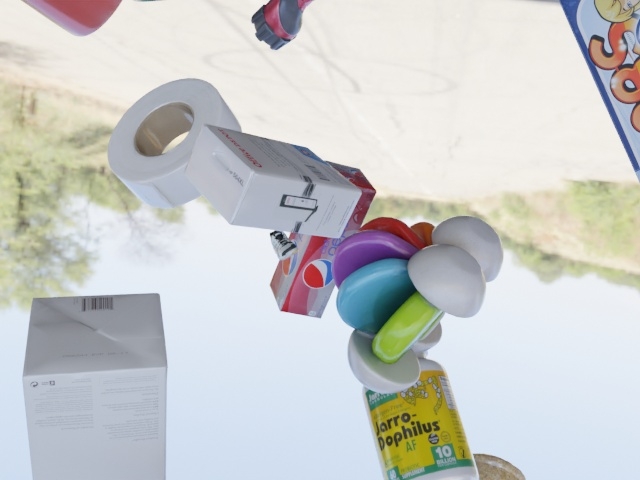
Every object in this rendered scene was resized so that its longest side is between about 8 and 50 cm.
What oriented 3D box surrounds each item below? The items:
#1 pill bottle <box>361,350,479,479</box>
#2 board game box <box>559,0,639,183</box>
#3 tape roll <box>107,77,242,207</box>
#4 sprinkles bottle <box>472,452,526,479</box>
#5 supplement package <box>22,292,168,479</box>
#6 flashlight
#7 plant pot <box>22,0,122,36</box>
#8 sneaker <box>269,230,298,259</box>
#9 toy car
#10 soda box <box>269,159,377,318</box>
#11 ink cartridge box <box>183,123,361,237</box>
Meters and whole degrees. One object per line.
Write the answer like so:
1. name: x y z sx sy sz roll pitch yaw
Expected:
1. pill bottle: 0.119 0.224 1.089 0.117 0.209 0.118 -11 153 -6
2. board game box: 0.250 -0.102 0.530 0.136 0.201 0.035 -23 -155 24
3. tape roll: -0.313 -0.210 1.817 0.286 0.286 0.100 9 152 31
4. sprinkles bottle: 0.218 0.500 1.269 0.121 0.355 0.121 16 140 14
5. supplement package: -0.343 0.245 1.308 0.199 0.263 0.198 -1 -150 -14
6. flashlight: -0.017 -0.514 1.770 0.103 0.103 0.304 1 160 -46
7. plant pot: -0.461 -0.512 1.409 0.243 0.275 0.274 20 174 -40
8. sneaker: -0.059 0.005 1.253 0.031 0.037 0.083 -29 -164 -14
9. toy car: 0.076 0.040 0.802 0.136 0.159 0.182 39 -148 5
10. soda box: 0.000 0.000 1.454 0.083 0.263 0.092 12 -156 -23
11. ink cartridge box: -0.068 -0.082 1.192 0.203 0.086 0.148 7 -153 -43
